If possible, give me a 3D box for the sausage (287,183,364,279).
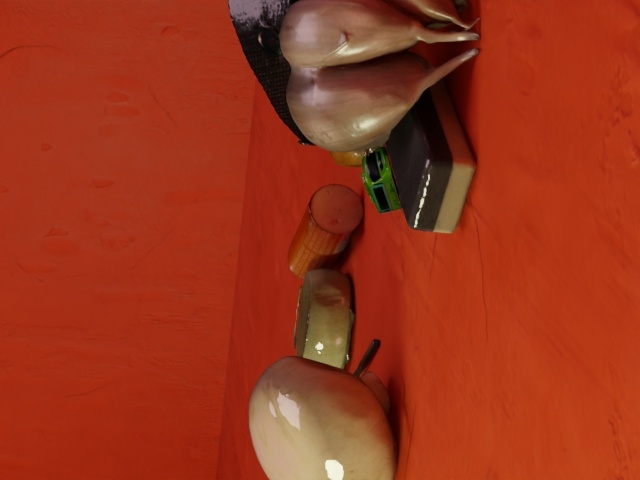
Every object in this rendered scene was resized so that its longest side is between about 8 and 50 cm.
[{"bbox_3d":[0.000,0.000,2.359,0.312,0.093,0.093,116,156,-68],"label":"sausage"}]

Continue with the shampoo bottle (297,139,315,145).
[{"bbox_3d":[0.012,-0.305,2.369,0.101,0.101,0.284,-162,76,-80],"label":"shampoo bottle"}]

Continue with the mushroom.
[{"bbox_3d":[0.014,0.263,1.915,0.246,0.202,0.246,34,144,28],"label":"mushroom"}]

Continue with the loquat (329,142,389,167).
[{"bbox_3d":[0.058,-0.169,2.032,0.137,0.113,0.137,-174,90,-66],"label":"loquat"}]

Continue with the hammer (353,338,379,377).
[{"bbox_3d":[0.053,0.222,2.162,0.292,0.029,0.058,114,156,-59],"label":"hammer"}]

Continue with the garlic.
[{"bbox_3d":[0.066,-0.234,1.705,0.292,0.237,0.210,24,133,62],"label":"garlic"}]

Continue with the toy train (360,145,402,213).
[{"bbox_3d":[0.079,-0.081,1.860,0.209,0.042,0.044,57,-162,-76],"label":"toy train"}]

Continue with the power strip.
[{"bbox_3d":[0.132,-0.122,1.702,0.257,0.070,0.105,-102,22,-54],"label":"power strip"}]

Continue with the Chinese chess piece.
[{"bbox_3d":[0.005,0.142,2.314,0.188,0.083,0.188,-175,90,-84],"label":"Chinese chess piece"}]

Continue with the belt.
[{"bbox_3d":[-0.019,-0.275,1.905,0.184,0.164,0.289,-49,-57,-46],"label":"belt"}]
